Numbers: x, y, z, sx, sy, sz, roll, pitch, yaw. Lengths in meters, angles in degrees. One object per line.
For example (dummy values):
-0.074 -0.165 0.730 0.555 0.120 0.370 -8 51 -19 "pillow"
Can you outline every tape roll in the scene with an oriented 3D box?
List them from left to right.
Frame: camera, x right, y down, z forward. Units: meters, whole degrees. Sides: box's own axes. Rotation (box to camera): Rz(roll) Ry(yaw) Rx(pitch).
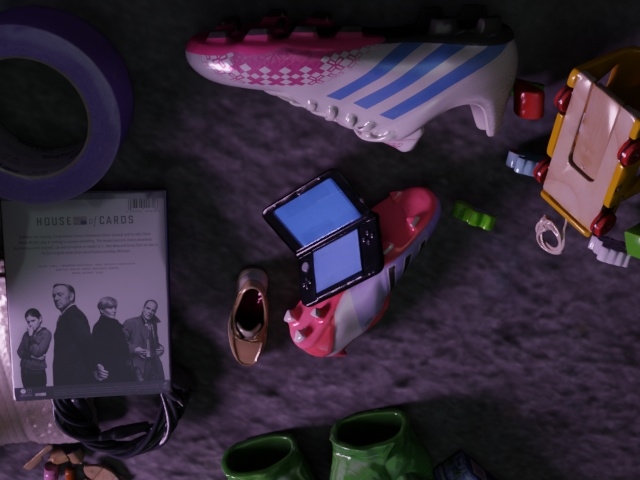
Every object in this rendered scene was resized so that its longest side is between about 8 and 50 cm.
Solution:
-0.292 -0.138 0.881 0.188 0.080 0.189 0 118 0 "tape roll"

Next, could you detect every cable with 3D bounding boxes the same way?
-0.253 0.190 1.055 0.150 0.047 0.184 -47 123 7 "cable"

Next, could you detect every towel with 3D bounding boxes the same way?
-0.381 0.140 1.044 0.187 0.049 0.282 -3 118 1 "towel"

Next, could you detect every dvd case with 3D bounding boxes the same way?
-0.259 0.061 0.968 0.179 0.029 0.239 -1 101 -9 "dvd case"

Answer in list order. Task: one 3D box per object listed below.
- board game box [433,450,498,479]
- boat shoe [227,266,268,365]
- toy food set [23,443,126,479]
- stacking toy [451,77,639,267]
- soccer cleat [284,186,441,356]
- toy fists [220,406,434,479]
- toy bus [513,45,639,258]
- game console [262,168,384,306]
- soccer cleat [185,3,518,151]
0.189 0.414 1.195 0.194 0.060 0.194 41 109 -20 "board game box"
-0.088 0.098 1.029 0.050 0.045 0.135 2 118 -2 "boat shoe"
-0.330 0.310 1.153 0.078 0.019 0.122 -40 119 18 "toy food set"
0.268 -0.077 0.942 0.221 0.052 0.167 14 110 -2 "stacking toy"
0.060 0.040 0.993 0.095 0.083 0.248 24 114 -40 "soccer cleat"
0.010 0.321 1.122 0.279 0.096 0.142 -15 118 5 "toy fists"
0.290 -0.089 0.850 0.104 0.202 0.191 -25 101 -20 "toy bus"
0.000 0.000 0.946 0.122 0.107 0.071 -29 143 36 "game console"
0.033 -0.153 0.857 0.331 0.116 0.143 -2 115 -1 "soccer cleat"
